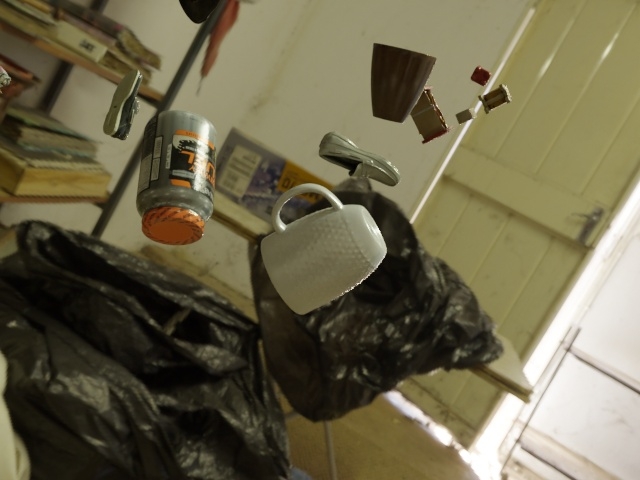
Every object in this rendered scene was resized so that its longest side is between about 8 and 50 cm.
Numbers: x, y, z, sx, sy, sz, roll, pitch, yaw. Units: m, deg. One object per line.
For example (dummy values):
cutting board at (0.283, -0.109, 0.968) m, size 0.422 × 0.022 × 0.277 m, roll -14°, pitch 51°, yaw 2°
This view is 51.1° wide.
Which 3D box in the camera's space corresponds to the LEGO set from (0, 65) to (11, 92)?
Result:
LEGO set at (-0.872, -0.440, 1.618) m, size 0.107 × 0.132 × 0.287 m, roll 46°, pitch -13°, yaw 6°

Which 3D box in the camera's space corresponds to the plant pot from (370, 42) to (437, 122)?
plant pot at (0.251, -0.512, 2.209) m, size 0.216 × 0.230 × 0.215 m, roll 12°, pitch 15°, yaw -3°

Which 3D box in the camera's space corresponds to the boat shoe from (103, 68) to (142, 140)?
boat shoe at (-0.625, -0.439, 2.163) m, size 0.084 × 0.232 × 0.079 m, roll 17°, pitch -4°, yaw 40°

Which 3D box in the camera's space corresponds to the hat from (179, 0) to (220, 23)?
hat at (-0.411, -0.844, 2.048) m, size 0.134 × 0.331 × 0.331 m, roll -2°, pitch 27°, yaw -43°

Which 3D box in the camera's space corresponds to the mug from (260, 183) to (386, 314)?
mug at (0.000, 0.000, 2.076) m, size 0.374 × 0.328 × 0.276 m, roll 58°, pitch 13°, yaw -16°

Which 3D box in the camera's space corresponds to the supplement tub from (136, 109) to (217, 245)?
supplement tub at (-0.368, -0.159, 1.722) m, size 0.194 × 0.315 × 0.193 m, roll -1°, pitch -26°, yaw -1°

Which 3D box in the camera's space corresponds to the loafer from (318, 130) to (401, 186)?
loafer at (0.137, -0.266, 2.370) m, size 0.320 × 0.111 × 0.112 m, roll 26°, pitch -26°, yaw -10°

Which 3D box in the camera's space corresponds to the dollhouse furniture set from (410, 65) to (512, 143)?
dollhouse furniture set at (0.520, -0.537, 2.564) m, size 0.201 × 0.374 × 0.152 m, roll 64°, pitch 24°, yaw -3°
